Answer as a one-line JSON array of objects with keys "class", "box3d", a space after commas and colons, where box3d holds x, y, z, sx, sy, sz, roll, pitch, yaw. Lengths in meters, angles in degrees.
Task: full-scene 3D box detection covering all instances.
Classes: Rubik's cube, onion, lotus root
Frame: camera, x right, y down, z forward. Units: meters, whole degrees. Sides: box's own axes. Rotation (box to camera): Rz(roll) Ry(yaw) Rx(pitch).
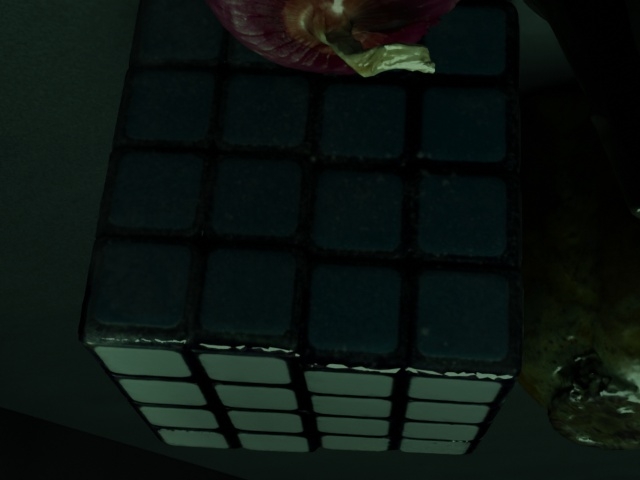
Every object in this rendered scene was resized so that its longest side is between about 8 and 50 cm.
[{"class": "Rubik's cube", "box3d": [0.000, 0.000, 0.897, 0.337, 0.344, 0.344, 1, 157, 3]}, {"class": "onion", "box3d": [-0.001, -0.214, 0.642, 0.200, 0.200, 0.207, 17, -178, -27]}, {"class": "lotus root", "box3d": [0.289, 0.021, 0.920, 0.250, 0.346, 0.250, 9, 151, 5]}]

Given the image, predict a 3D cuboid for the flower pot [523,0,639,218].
[{"class": "flower pot", "box3d": [0.310, -0.156, 0.632, 0.379, 0.251, 0.379, 2, 153, 1]}]
